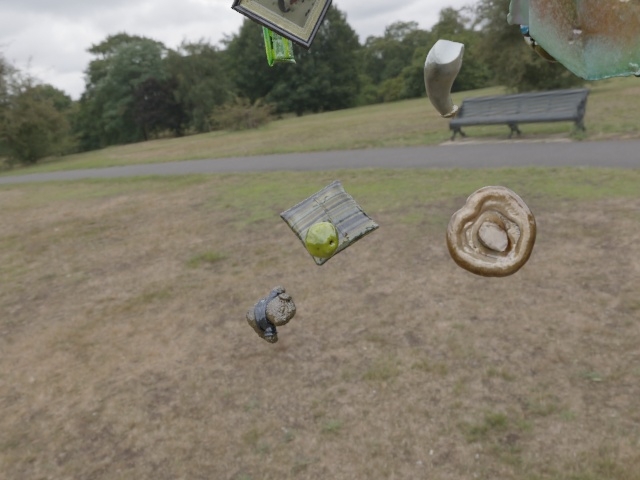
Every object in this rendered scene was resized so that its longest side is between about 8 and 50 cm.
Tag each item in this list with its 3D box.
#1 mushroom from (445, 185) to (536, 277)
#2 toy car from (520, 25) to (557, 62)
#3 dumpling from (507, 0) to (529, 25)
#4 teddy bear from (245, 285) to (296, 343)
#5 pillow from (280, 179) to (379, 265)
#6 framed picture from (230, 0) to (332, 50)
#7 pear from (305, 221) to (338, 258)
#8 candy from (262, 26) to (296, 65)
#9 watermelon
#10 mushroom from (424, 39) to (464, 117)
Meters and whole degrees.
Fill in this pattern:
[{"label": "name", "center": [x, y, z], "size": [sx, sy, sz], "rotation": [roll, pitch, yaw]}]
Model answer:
[{"label": "mushroom", "center": [0.511, -0.024, 1.694], "size": [0.278, 0.278, 0.146], "rotation": [-7, -2, 9]}, {"label": "toy car", "center": [0.738, -0.637, 1.662], "size": [0.204, 0.248, 0.198], "rotation": [-10, 54, -15]}, {"label": "dumpling", "center": [0.450, -0.520, 1.100], "size": [0.217, 0.149, 0.105], "rotation": [-36, 20, 19]}, {"label": "teddy bear", "center": [-0.167, 0.239, 1.777], "size": [0.129, 0.181, 0.251], "rotation": [1, -19, -29]}, {"label": "pillow", "center": [0.023, -0.056, 1.607], "size": [0.208, 0.052, 0.212], "rotation": [-33, 61, -10]}, {"label": "framed picture", "center": [-0.070, -0.553, 1.233], "size": [0.199, 0.195, 0.010], "rotation": [26, 18, -10]}, {"label": "pear", "center": [0.000, 0.000, 1.396], "size": [0.092, 0.092, 0.097], "rotation": [-17, 5, -27]}, {"label": "candy", "center": [-0.115, -0.556, 1.491], "size": [0.032, 0.178, 0.102], "rotation": [6, 23, 40]}, {"label": "watermelon", "center": [0.467, -0.427, 0.903], "size": [0.264, 0.302, 0.151], "rotation": [-28, 24, -7]}, {"label": "mushroom", "center": [0.373, -0.487, 1.722], "size": [0.118, 0.270, 0.103], "rotation": [28, 67, 24]}]
